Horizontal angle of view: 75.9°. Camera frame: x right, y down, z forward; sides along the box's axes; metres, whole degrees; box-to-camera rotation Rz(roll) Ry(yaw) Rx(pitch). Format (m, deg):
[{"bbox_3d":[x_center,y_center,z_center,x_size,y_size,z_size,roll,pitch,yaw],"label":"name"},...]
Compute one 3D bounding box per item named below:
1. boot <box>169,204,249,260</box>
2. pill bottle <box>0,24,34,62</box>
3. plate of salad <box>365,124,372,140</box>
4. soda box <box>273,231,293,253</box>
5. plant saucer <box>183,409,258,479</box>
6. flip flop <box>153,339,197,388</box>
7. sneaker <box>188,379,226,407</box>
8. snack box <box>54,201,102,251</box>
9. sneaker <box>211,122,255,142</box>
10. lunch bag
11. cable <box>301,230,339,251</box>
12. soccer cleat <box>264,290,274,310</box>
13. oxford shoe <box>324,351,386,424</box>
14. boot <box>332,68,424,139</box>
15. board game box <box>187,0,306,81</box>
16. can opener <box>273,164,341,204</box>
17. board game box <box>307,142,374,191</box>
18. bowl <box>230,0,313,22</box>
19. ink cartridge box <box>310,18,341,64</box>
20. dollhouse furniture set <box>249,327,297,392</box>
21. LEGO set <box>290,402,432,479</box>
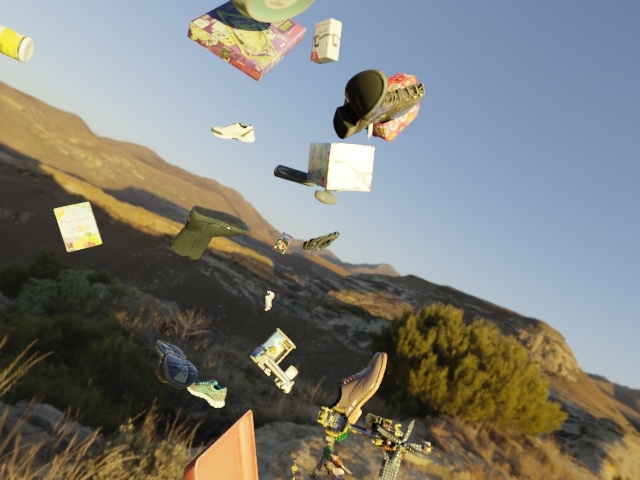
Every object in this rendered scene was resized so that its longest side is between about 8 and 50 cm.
[{"bbox_3d":[-0.428,-0.014,1.578,0.247,0.207,0.094,17,30,-39],"label":"boot"},{"bbox_3d":[-0.781,-0.493,1.008,0.117,0.065,0.065,21,-1,-20],"label":"pill bottle"},{"bbox_3d":[0.194,-0.515,1.711,0.048,0.199,0.200,3,-7,5],"label":"plate of salad"},{"bbox_3d":[-0.165,0.008,1.837,0.053,0.060,0.169,29,10,-4],"label":"soda box"},{"bbox_3d":[-0.191,0.507,0.808,0.048,0.257,0.259,-7,-4,12],"label":"plant saucer"},{"bbox_3d":[-0.454,0.381,1.236,0.112,0.080,0.277,39,-13,-33],"label":"flip flop"},{"bbox_3d":[-0.411,0.536,1.499,0.167,0.076,0.065,24,4,11],"label":"sneaker"},{"bbox_3d":[-0.776,-0.044,1.319,0.101,0.141,0.037,-16,6,-23],"label":"snack box"},{"bbox_3d":[-0.214,-0.272,1.009,0.109,0.043,0.040,8,33,1],"label":"sneaker"},{"bbox_3d":[0.345,-0.647,1.946,0.120,0.293,0.258,32,-22,37],"label":"lunch bag"},{"bbox_3d":[0.000,0.000,1.797,0.151,0.047,0.185,-3,-19,-46],"label":"cable"},{"bbox_3d":[-0.209,0.240,1.633,0.029,0.083,0.035,-19,-52,39],"label":"soccer cleat"},{"bbox_3d":[0.118,0.463,1.310,0.099,0.271,0.097,35,-16,3],"label":"oxford shoe"},{"bbox_3d":[0.163,-0.350,1.005,0.091,0.229,0.263,65,-21,3],"label":"boot"},{"bbox_3d":[-0.188,-0.576,1.137,0.208,0.346,0.056,28,-45,-4],"label":"board game box"},{"bbox_3d":[-0.047,-0.219,1.590,0.281,0.093,0.074,19,-4,-17],"label":"can opener"},{"bbox_3d":[0.057,-0.251,1.367,0.145,0.141,0.275,1,13,-16],"label":"board game box"},{"bbox_3d":[-0.112,-0.632,0.948,0.311,0.312,0.162,90,-17,-89],"label":"bowl"},{"bbox_3d":[0.022,-0.814,1.682,0.063,0.150,0.109,0,9,-43],"label":"ink cartridge box"},{"bbox_3d":[-0.174,0.584,1.994,0.286,0.198,0.303,48,-20,-6],"label":"dollhouse furniture set"},{"bbox_3d":[0.058,0.499,0.847,0.255,0.331,0.192,20,-29,23],"label":"LEGO set"}]
